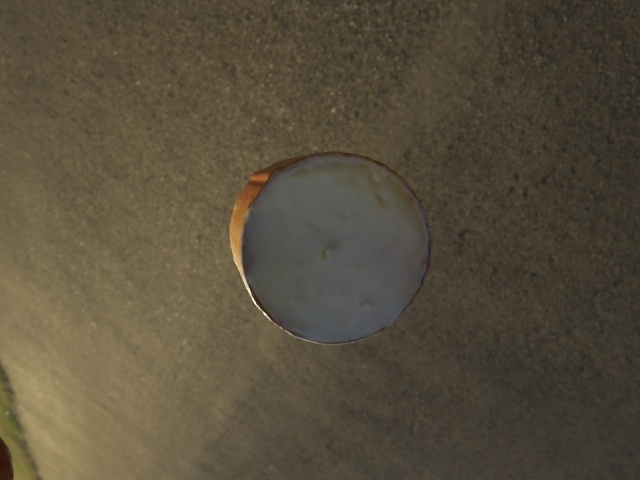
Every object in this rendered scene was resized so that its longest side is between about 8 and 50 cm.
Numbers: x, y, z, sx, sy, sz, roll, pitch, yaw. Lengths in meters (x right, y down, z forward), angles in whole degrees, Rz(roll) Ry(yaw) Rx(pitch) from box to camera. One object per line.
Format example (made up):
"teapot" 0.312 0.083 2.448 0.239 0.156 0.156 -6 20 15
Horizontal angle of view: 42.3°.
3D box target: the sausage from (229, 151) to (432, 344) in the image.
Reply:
"sausage" 0.000 0.000 1.079 0.233 0.233 0.287 35 179 -8

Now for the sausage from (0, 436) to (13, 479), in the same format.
"sausage" -0.346 0.155 0.713 0.194 0.077 0.077 48 150 -6
